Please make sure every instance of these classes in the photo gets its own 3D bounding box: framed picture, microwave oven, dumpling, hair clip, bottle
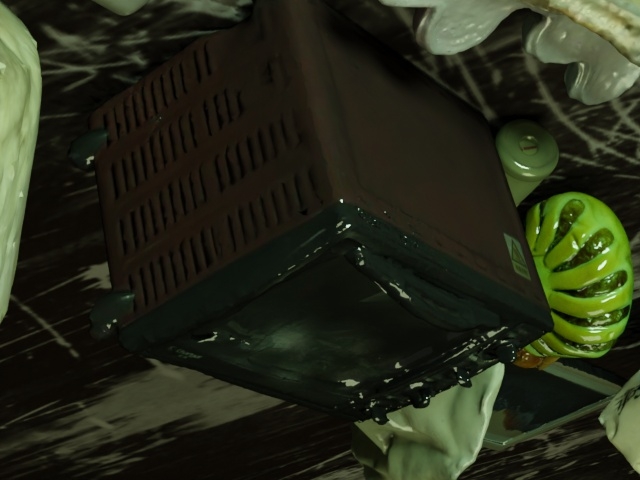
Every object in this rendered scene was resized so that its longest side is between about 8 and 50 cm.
[{"bbox_3d":[0.205,0.172,1.354,0.192,0.018,0.265,-30,147,29],"label":"framed picture"},{"bbox_3d":[0.001,-0.002,0.761,0.178,0.188,0.247,-28,149,28],"label":"microwave oven"},{"bbox_3d":[0.077,0.106,0.985,0.147,0.193,0.258,6,145,-22],"label":"dumpling"},{"bbox_3d":[0.144,-0.139,0.695,0.257,0.075,0.146,16,140,-31],"label":"hair clip"},{"bbox_3d":[0.129,-0.044,0.890,0.063,0.047,0.101,7,153,-12],"label":"bottle"}]

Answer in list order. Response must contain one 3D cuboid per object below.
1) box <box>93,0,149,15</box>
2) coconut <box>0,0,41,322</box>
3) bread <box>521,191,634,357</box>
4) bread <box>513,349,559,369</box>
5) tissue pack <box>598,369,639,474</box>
[{"bbox_3d":[-0.149,-0.177,0.463,0.055,0.103,0.244,-33,146,25],"label":"box"},{"bbox_3d":[-0.292,-0.018,0.475,0.353,0.352,0.352,-9,152,-5],"label":"coconut"},{"bbox_3d":[0.186,0.031,0.971,0.071,0.130,0.139,-10,172,-26],"label":"bread"},{"bbox_3d":[0.206,0.059,1.082,0.053,0.074,0.132,12,144,-19],"label":"bread"},{"bbox_3d":[0.497,0.113,1.190,0.390,0.195,0.375,11,132,-37],"label":"tissue pack"}]
